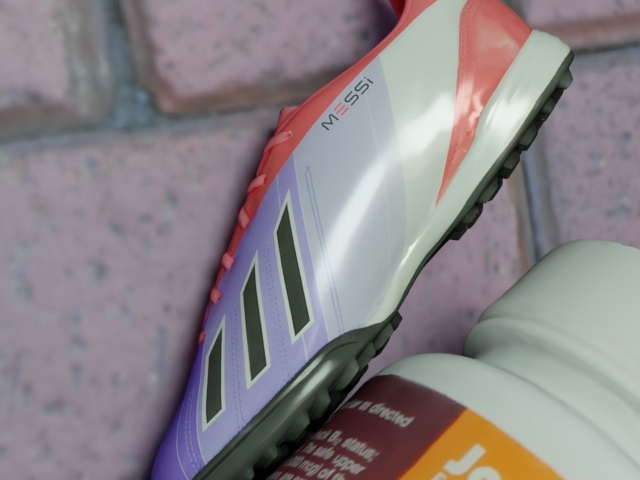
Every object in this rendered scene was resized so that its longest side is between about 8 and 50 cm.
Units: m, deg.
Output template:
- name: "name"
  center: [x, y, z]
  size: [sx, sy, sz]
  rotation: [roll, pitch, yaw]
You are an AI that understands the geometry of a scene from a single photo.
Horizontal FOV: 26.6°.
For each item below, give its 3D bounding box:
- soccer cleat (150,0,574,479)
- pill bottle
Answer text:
- name: "soccer cleat"
  center: [0.000, 0.000, 0.689]
  size: [0.116, 0.108, 0.318]
  rotation: [36, 79, 6]
- name: "pill bottle"
  center: [0.044, 0.194, 0.604]
  size: [0.392, 0.224, 0.224]
  rotation: [-43, 110, -18]
